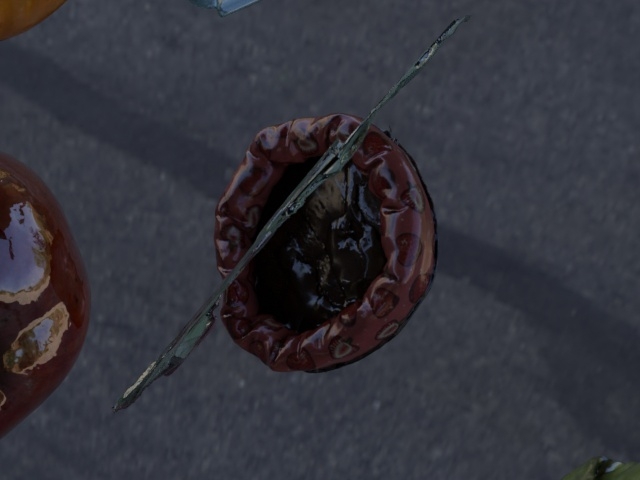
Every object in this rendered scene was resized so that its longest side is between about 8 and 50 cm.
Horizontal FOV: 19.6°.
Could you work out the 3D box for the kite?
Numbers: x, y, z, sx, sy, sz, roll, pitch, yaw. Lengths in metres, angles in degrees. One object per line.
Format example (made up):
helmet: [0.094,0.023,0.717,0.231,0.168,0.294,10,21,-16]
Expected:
kite: [-0.019,-0.003,0.772,0.012,0.250,0.229,39,27,-4]

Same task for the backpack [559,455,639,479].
backpack: [0.098,0.152,0.553,0.140,0.253,0.207,44,27,-1]

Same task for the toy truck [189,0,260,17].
toy truck: [0.045,-0.255,0.984,0.338,0.184,0.133,-26,40,-24]

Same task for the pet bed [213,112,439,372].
pet bed: [0.000,0.000,1.368,0.053,0.201,0.201,9,38,-55]

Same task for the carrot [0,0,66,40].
carrot: [-0.179,-0.061,0.478,0.271,0.062,0.066,-15,97,-18]

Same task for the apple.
apple: [-0.269,0.033,1.268,0.234,0.234,0.234,6,51,-7]
